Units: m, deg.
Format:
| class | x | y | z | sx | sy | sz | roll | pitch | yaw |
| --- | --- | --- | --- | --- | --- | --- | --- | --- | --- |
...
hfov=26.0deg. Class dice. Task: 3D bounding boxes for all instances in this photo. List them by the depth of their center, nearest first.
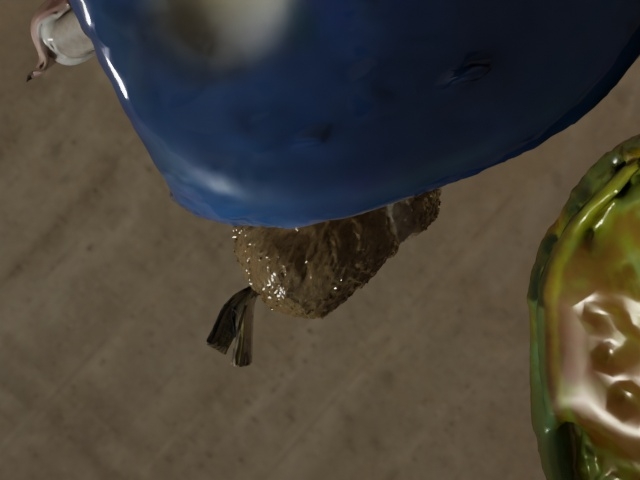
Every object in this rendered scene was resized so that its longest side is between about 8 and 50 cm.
| class | x | y | z | sx | sy | sz | roll | pitch | yaw |
| --- | --- | --- | --- | --- | --- | --- | --- | --- | --- |
| dice | 0.000 | -0.099 | 0.357 | 0.146 | 0.143 | 0.146 | -18 | 32 | 3 |

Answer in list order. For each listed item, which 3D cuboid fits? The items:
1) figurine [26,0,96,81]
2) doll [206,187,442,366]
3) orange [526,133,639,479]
| class | x | y | z | sx | sy | sz | roll | pitch | yaw |
| --- | --- | --- | --- | --- | --- | --- | --- | --- | --- |
| figurine | -0.329 | -0.393 | 1.694 | 0.211 | 0.361 | 0.253 | -19 | 15 | -3 |
| doll | -0.006 | -0.003 | 1.032 | 0.221 | 0.105 | 0.115 | -39 | 8 | -2 |
| orange | 0.255 | 0.069 | 0.616 | 0.334 | 0.263 | 0.196 | -3 | 2 | 26 |
